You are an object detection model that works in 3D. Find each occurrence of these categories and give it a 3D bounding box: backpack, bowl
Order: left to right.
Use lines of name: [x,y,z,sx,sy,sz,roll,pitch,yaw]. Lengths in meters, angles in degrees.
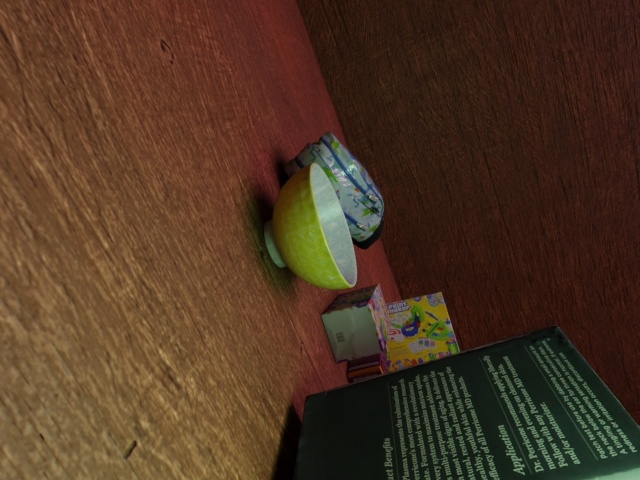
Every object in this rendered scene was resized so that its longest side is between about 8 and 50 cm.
bowl: [-0.035,-0.014,0.940,0.289,0.155,0.290,-18,90,-75]
backpack: [0.045,-0.159,1.247,0.355,0.273,0.290,14,40,-45]

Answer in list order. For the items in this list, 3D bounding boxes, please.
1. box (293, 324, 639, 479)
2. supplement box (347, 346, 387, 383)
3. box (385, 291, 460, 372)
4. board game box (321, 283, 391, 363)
box: [0.262,0.468,0.684,0.297,0.470,0.481,-74,143,-68]
supplement box: [0.148,0.375,1.270,0.188,0.103,0.081,-71,141,-67]
box: [0.366,0.384,1.635,0.177,0.289,0.280,79,0,-68]
board game box: [0.118,0.239,1.243,0.275,0.141,0.145,-23,95,-76]
